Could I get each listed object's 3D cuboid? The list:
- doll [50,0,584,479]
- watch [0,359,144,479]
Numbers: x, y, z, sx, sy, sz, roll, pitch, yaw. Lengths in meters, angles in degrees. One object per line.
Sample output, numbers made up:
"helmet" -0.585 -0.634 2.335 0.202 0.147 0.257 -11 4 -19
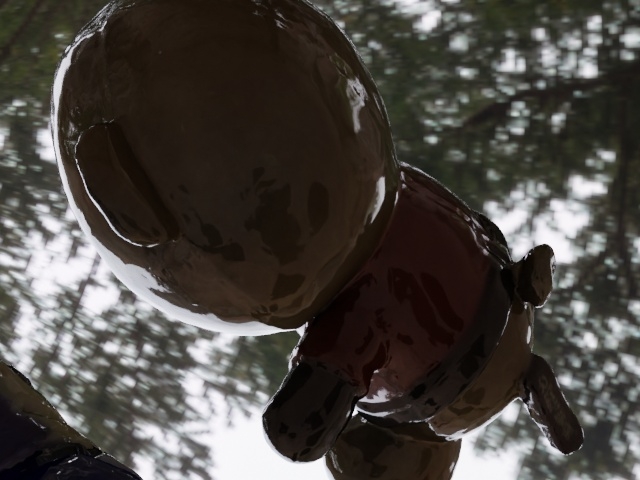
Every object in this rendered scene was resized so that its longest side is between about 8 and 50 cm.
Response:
"doll" 0.000 0.000 0.853 0.330 0.174 0.235 43 -146 -28
"watch" -0.102 0.150 0.406 0.200 0.196 0.171 -44 -44 -24
